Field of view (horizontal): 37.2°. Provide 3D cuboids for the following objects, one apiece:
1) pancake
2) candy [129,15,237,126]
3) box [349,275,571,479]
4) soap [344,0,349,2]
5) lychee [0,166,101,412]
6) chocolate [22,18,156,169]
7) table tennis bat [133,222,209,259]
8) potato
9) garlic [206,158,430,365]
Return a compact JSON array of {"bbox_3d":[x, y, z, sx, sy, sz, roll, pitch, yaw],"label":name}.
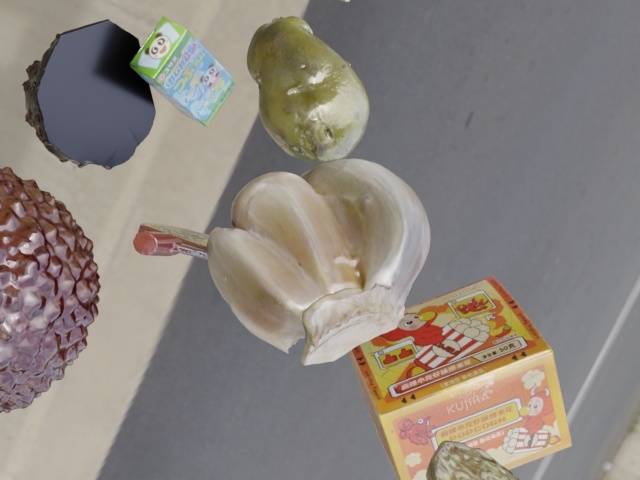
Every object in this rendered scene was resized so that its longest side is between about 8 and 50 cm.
[{"bbox_3d":[0.215,0.334,1.114,0.212,0.235,0.029,8,132,-48],"label":"pancake"},{"bbox_3d":[-0.217,-0.267,1.530,0.097,0.062,0.194,-55,154,-2],"label":"candy"},{"bbox_3d":[0.215,0.233,1.552,0.283,0.259,0.214,-21,116,-3],"label":"box"},{"bbox_3d":[-0.034,-0.469,1.618,0.092,0.252,0.037,-62,144,-10],"label":"soap"},{"bbox_3d":[-0.362,0.047,0.978,0.264,0.300,0.264,-18,130,-23],"label":"lychee"},{"bbox_3d":[-0.404,-0.226,1.515,0.206,0.177,0.224,-31,120,-40],"label":"chocolate"},{"bbox_3d":[-0.231,0.009,1.631,0.310,0.200,0.038,5,102,-74],"label":"table tennis bat"},{"bbox_3d":[-0.037,-0.312,1.947,0.202,0.351,0.218,-15,162,-25],"label":"potato"},{"bbox_3d":[0.000,0.001,1.204,0.279,0.325,0.132,-21,139,-13],"label":"garlic"}]
